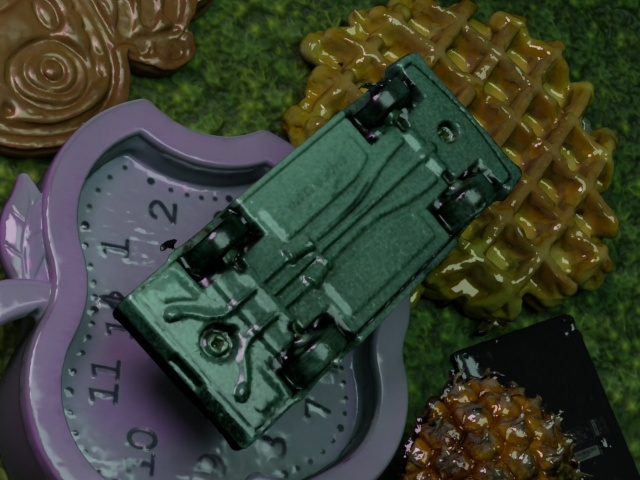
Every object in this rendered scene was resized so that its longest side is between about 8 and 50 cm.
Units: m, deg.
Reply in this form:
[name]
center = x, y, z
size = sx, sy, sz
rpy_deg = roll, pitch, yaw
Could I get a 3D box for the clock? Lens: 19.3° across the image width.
[clock]
center = -0.098, 0.072, 1.381
size = 0.338, 0.102, 0.338
rpy_deg = 9, 67, -23

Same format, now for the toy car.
[toy car]
center = 0.000, 0.000, 1.338
size = 0.141, 0.097, 0.320
rpy_deg = 48, 59, -1

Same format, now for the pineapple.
[pineapple]
center = 0.147, 0.197, 1.397
size = 0.161, 0.137, 0.176
rpy_deg = 34, 76, -55

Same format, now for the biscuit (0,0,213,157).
[biscuit]
center = -0.199, -0.179, 1.461
size = 0.288, 0.044, 0.202
rpy_deg = -29, 86, -30

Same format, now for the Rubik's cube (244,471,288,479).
[Rubik's cube]
center = 0.020, 0.339, 1.198
size = 0.259, 0.256, 0.253
rpy_deg = -50, 129, -32

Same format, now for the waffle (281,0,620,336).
[waffle]
center = 0.117, -0.072, 1.570
size = 0.329, 0.062, 0.329
rpy_deg = 10, 67, -25

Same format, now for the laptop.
[laptop]
center = 0.192, 0.157, 1.546
size = 0.129, 0.016, 0.180
rpy_deg = -16, 78, -32
